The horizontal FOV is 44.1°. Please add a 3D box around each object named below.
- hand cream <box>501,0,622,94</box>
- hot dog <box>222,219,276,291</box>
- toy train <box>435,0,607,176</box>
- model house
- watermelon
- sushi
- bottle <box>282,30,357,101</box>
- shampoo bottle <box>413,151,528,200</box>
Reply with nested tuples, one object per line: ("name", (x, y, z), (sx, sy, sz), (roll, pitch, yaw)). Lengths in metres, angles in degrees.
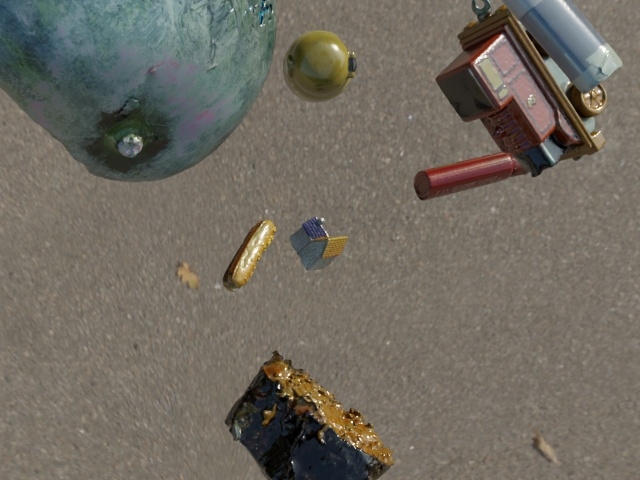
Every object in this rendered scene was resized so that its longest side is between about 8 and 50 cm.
("hand cream", (0.174, -0.242, 0.718), (0.048, 0.079, 0.255), (-42, 90, 22))
("hot dog", (-0.136, 0.026, 1.524), (0.045, 0.071, 0.165), (34, 56, -9))
("toy train", (0.372, -0.284, 1.491), (0.231, 0.163, 0.369), (-42, 103, -22))
("model house", (0.000, 0.000, 1.841), (0.087, 0.100, 0.101), (-9, 61, -52))
("watermelon", (-0.149, -0.164, 0.675), (0.188, 0.322, 0.175), (-19, 64, 34))
("sushi", (-0.028, 0.404, 1.629), (0.348, 0.234, 0.207), (36, 93, 13))
("bottle", (-0.006, -0.414, 1.866), (0.171, 0.351, 0.172), (0, 99, -2))
("shampoo bottle", (0.402, -0.176, 2.062), (0.314, 0.118, 0.076), (-15, 77, -12))
